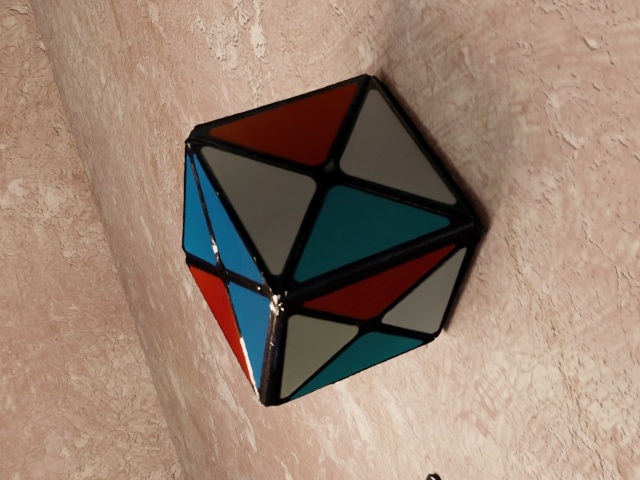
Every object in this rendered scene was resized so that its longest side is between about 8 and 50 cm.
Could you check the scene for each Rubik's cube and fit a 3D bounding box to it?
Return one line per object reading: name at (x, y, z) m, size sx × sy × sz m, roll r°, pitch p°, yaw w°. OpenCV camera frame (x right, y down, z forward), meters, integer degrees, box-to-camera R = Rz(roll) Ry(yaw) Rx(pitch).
Rubik's cube at (-0.001, 0.000, 1.164) m, size 0.246 × 0.250 × 0.248 m, roll 58°, pitch 158°, yaw 28°

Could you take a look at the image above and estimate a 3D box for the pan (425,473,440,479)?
pan at (0.136, 0.394, 1.478) m, size 0.136 × 0.028 × 0.235 m, roll 56°, pitch 155°, yaw 31°
